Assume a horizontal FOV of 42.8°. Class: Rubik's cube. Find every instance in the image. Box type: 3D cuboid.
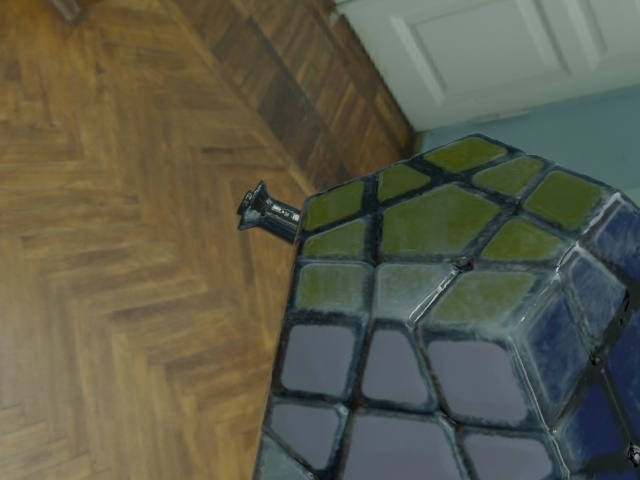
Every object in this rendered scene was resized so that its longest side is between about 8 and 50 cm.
[{"bbox_3d":[0.099,0.094,0.516,0.319,0.264,0.319,8,74,-30],"label":"Rubik's cube"}]

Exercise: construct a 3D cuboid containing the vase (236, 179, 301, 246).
[{"bbox_3d":[0.000,0.000,0.850,0.183,0.120,0.120,25,52,-2],"label":"vase"}]
